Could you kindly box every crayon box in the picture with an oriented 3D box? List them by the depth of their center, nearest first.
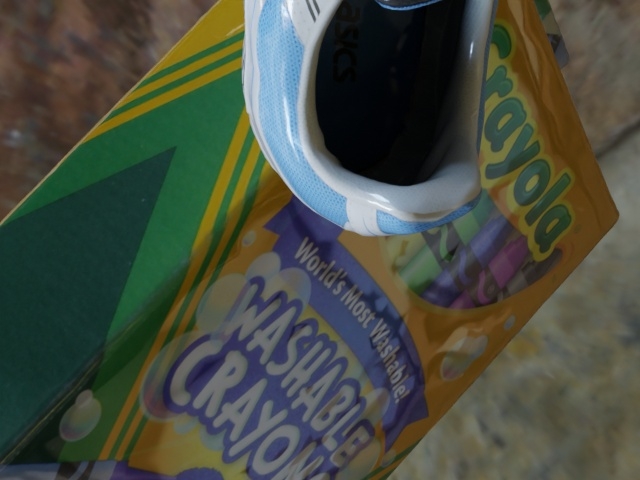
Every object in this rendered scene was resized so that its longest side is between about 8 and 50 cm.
[{"bbox_3d":[0.000,0.000,0.740,0.083,0.203,0.323,35,77,35],"label":"crayon box"}]

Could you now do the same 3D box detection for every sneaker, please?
[{"bbox_3d":[0.014,-0.114,0.519,0.085,0.086,0.237,-19,115,-27],"label":"sneaker"}]
